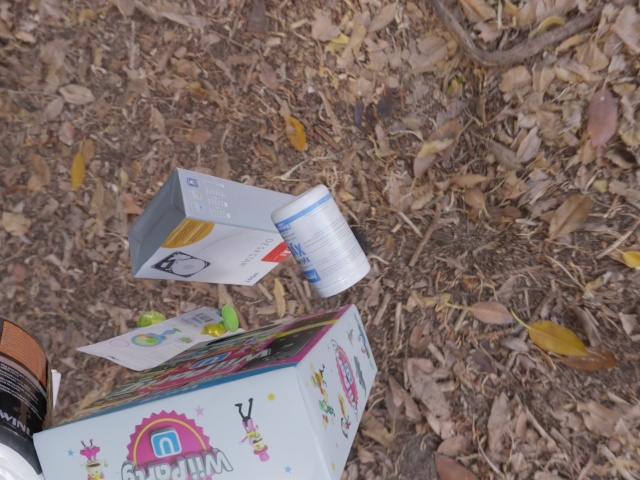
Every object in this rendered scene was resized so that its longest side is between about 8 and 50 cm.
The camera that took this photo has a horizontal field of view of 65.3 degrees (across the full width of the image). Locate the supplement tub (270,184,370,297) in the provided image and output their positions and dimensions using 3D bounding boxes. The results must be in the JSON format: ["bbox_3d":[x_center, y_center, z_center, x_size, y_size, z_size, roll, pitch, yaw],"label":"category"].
[{"bbox_3d":[0.000,0.000,0.545,0.071,0.071,0.107,-28,98,15],"label":"supplement tub"}]

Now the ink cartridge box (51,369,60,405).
[{"bbox_3d":[-0.626,0.376,0.917,0.117,0.207,0.283,-9,68,29],"label":"ink cartridge box"}]

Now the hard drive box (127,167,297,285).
[{"bbox_3d":[-0.166,-0.011,0.825,0.181,0.232,0.089,-40,57,36],"label":"hard drive box"}]

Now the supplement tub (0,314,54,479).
[{"bbox_3d":[-0.360,0.183,0.474,0.316,0.193,0.194,20,99,60],"label":"supplement tub"}]

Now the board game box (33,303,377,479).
[{"bbox_3d":[-0.075,0.155,0.505,0.224,0.303,0.098,-17,89,11],"label":"board game box"}]

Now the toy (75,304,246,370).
[{"bbox_3d":[-0.236,0.141,0.778,0.237,0.137,0.056,-16,56,20],"label":"toy"}]
